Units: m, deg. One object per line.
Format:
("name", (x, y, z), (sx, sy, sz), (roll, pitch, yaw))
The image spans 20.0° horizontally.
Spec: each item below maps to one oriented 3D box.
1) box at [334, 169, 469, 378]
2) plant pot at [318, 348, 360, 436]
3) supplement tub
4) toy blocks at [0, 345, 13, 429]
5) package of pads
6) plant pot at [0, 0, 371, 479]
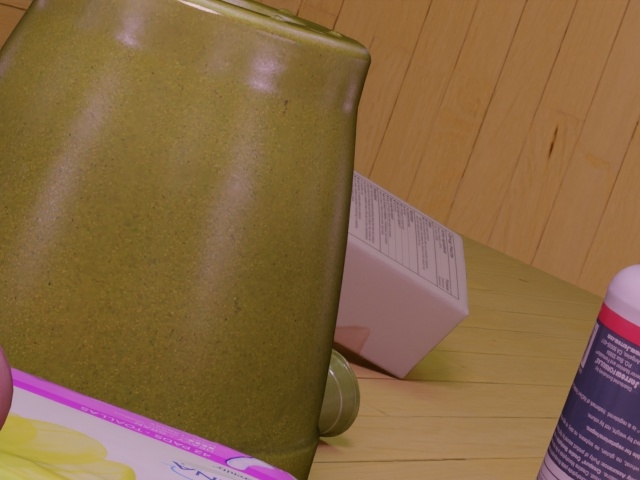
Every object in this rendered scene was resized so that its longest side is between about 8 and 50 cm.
("box", (0.000, 0.000, 1.911), (0.311, 0.121, 0.148), (32, 31, -20))
("plant pot", (-0.021, 0.138, 1.553), (0.083, 0.083, 0.079), (24, 22, 29))
("supplement tub", (0.249, 0.169, 1.254), (0.191, 0.272, 0.191), (19, 9, -3))
("toy blocks", (-0.227, -0.089, 0.688), (0.309, 0.288, 0.260), (20, 6, -10))
("package of pads", (-0.160, 0.154, 1.028), (0.296, 0.101, 0.229), (19, 8, 2))
("plant pot", (-0.127, -0.012, 1.304), (0.366, 0.353, 0.366), (19, 8, -3))
